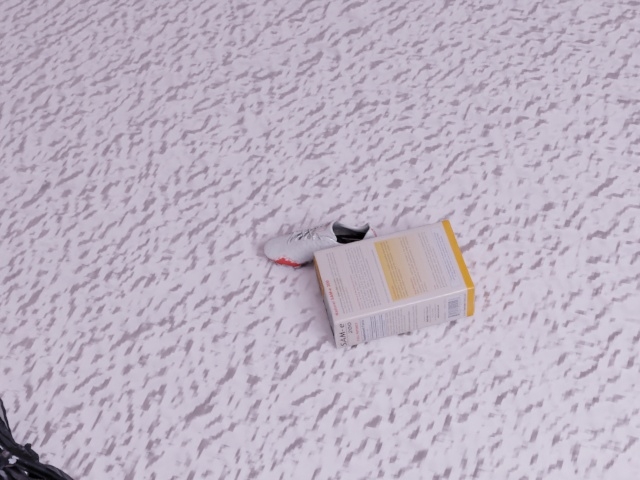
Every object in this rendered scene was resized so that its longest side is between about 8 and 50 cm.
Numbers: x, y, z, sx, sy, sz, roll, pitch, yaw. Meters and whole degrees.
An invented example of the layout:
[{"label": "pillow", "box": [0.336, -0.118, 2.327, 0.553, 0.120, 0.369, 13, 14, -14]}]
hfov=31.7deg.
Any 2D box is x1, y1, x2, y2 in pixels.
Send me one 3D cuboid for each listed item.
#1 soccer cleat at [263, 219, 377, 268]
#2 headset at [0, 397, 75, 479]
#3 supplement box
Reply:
[{"label": "soccer cleat", "box": [0.000, 0.000, 0.800, 0.083, 0.035, 0.029, 0, 54, 6]}, {"label": "headset", "box": [-0.262, 0.211, 0.551, 0.185, 0.243, 0.394, 49, 36, 5]}, {"label": "supplement box", "box": [0.050, 0.030, 0.772, 0.099, 0.036, 0.062, -13, 53, -3]}]
